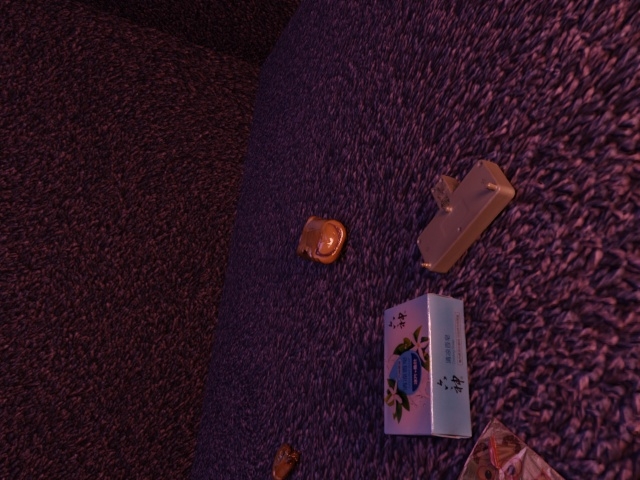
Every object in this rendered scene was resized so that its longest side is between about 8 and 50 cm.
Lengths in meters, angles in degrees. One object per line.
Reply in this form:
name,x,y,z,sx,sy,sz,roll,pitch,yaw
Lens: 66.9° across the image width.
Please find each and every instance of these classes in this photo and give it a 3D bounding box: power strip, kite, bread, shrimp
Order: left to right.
shrimp,-0.098,0.624,1.381,0.180,0.041,0.099,124,165,-45
bread,0.000,0.000,1.420,0.225,0.081,0.134,17,89,70
power strip,0.243,-0.059,0.889,0.215,0.061,0.145,-59,29,37
kite,0.251,0.366,0.661,0.229,0.012,0.249,-40,35,46

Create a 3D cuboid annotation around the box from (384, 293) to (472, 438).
box,0.182,0.223,0.854,0.142,0.083,0.232,141,136,-58
